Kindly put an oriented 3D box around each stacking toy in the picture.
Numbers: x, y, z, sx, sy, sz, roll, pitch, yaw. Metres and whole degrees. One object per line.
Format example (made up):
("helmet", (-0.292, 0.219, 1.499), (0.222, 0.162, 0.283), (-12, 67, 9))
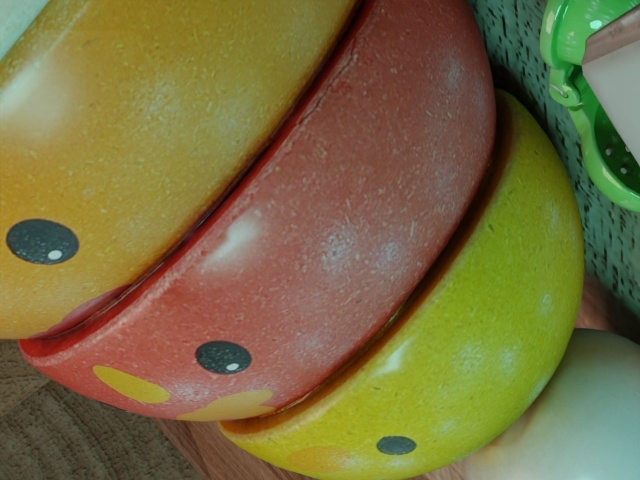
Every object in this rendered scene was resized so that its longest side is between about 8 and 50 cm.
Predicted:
("stacking toy", (0.008, -0.005, 0.860), (0.480, 0.350, 0.350), (38, 170, -16))

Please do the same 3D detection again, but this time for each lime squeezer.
("lime squeezer", (0.125, -0.063, 0.685), (0.310, 0.059, 0.110), (60, 164, -22))

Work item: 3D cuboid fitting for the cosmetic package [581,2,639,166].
("cosmetic package", (0.236, 0.062, 0.320), (0.365, 0.197, 0.155), (59, 164, -4))
